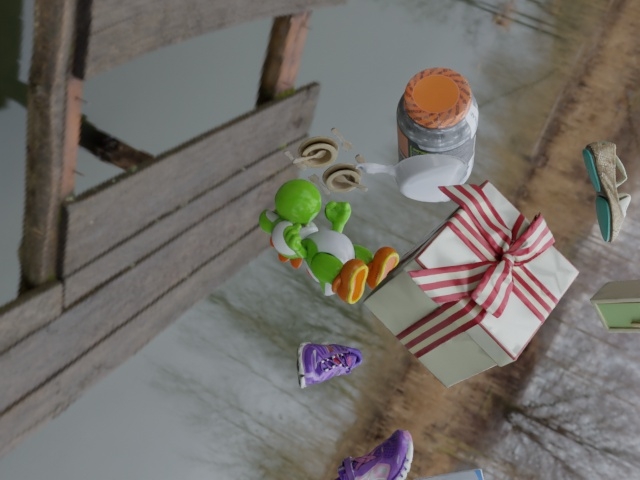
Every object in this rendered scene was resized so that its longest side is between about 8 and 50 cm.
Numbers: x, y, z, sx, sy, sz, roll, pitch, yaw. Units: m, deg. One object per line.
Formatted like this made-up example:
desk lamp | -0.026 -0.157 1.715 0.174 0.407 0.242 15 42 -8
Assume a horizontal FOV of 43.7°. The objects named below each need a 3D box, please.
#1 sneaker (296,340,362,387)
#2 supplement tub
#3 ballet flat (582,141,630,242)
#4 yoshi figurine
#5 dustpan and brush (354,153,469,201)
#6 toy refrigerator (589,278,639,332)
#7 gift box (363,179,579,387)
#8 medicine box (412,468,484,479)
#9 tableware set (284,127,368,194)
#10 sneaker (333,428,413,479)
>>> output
sneaker | 0.015 0.187 1.252 0.170 0.071 0.068 -8 94 -64
supplement tub | 0.282 -0.263 1.941 0.194 0.193 0.316 -59 162 -19
ballet flat | 0.561 -0.095 1.539 0.073 0.067 0.206 -106 178 -69
yoshi figurine | -0.001 -0.022 1.801 0.203 0.362 0.203 -50 143 -10
dustpan and brush | 0.175 -0.134 1.616 0.147 0.211 0.060 109 -26 -59
toy refrigerator | 0.783 0.156 1.890 0.094 0.102 0.269 -36 -167 -29
gift box | 0.238 0.068 1.353 0.255 0.276 0.258 -50 -178 -31
medicine box | 0.271 0.646 1.614 0.289 0.149 0.264 87 -6 -53
tableware set | 0.022 -0.151 1.686 0.194 0.128 0.039 41 33 -49
sneaker | 0.093 0.460 1.591 0.236 0.104 0.095 -55 -166 25
